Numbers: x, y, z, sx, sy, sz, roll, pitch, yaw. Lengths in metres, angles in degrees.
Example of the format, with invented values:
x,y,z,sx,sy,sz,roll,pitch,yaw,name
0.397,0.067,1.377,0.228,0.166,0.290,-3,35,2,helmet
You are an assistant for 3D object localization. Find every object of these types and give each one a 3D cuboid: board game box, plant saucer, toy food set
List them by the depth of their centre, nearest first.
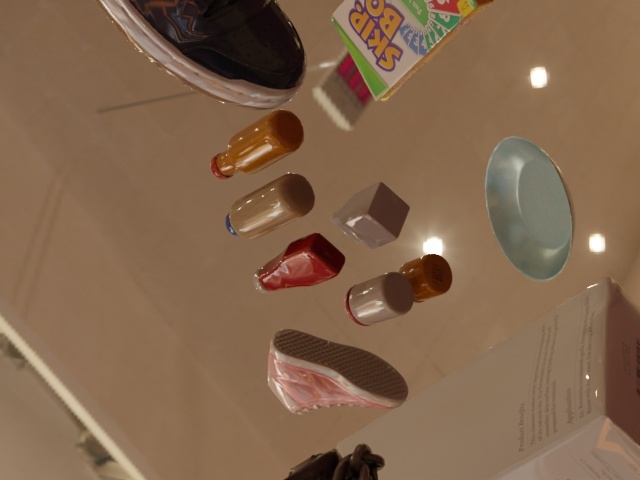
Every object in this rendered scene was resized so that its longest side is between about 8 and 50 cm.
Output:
x,y,z,sx,sy,sz,roll,pitch,yaw,name
0.000,0.000,1.101,0.232,0.104,0.111,39,-127,-22,toy food set
0.095,-0.263,1.426,0.039,0.259,0.124,-24,-98,-29,board game box
0.283,-0.044,1.607,0.037,0.195,0.195,-15,-81,-22,plant saucer

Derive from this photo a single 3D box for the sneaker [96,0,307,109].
x,y,z,sx,sy,sz,roll,pitch,yaw,name
-0.085,-0.213,0.741,0.282,0.153,0.099,45,-138,-9,sneaker

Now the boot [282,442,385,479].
x,y,z,sx,sy,sz,roll,pitch,yaw,name
0.045,0.178,0.415,0.263,0.091,0.229,-17,-105,-14,boot

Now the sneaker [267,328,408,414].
x,y,z,sx,sy,sz,roll,pitch,yaw,name
0.012,0.134,1.138,0.051,0.134,0.070,-62,-10,-52,sneaker

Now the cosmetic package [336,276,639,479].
x,y,z,sx,sy,sz,roll,pitch,yaw,name
0.175,0.232,1.205,0.156,0.385,0.217,42,-146,-15,cosmetic package
